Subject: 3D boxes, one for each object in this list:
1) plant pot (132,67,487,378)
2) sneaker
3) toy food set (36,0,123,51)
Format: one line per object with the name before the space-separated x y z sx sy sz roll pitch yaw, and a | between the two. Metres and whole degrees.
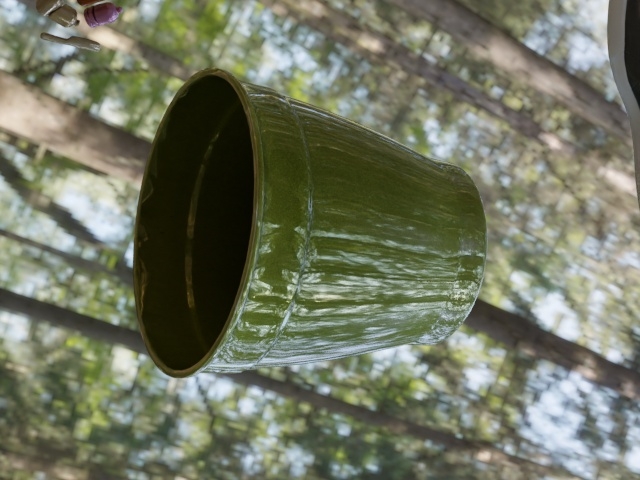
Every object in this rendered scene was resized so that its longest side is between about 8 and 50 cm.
plant pot | 0.000 0.000 1.793 0.366 0.353 0.366 -26 -120 58
sneaker | 0.367 -0.142 1.389 0.147 0.104 0.296 0 -69 40
toy food set | -0.213 -0.223 1.312 0.122 0.078 0.019 118 -22 -48
